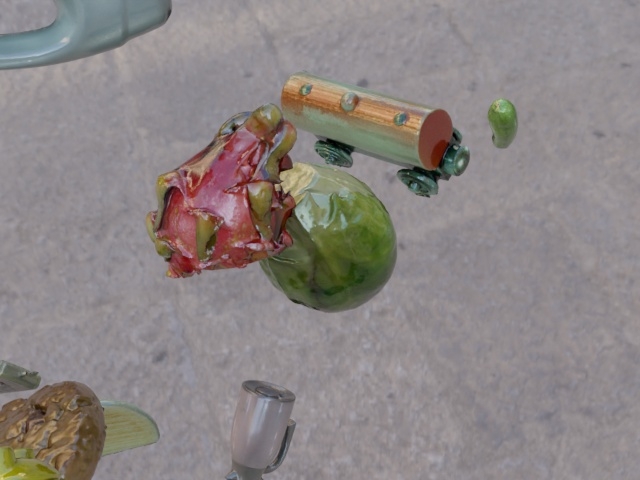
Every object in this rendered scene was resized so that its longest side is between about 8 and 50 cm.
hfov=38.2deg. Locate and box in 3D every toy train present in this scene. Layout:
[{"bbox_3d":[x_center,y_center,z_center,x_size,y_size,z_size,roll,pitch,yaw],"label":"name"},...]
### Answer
[{"bbox_3d":[0.072,-0.161,1.313,0.285,0.177,0.116,23,81,33],"label":"toy train"}]

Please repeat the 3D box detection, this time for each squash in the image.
[{"bbox_3d":[0.168,-0.104,0.845,0.027,0.089,0.027,-4,74,13],"label":"squash"}]

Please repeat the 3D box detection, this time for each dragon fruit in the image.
[{"bbox_3d":[-0.087,-0.043,0.909,0.150,0.207,0.133,24,22,-15],"label":"dragon fruit"}]

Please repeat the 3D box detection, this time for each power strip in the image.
[{"bbox_3d":[-0.516,0.223,1.493,0.169,0.076,0.028,-15,52,45],"label":"power strip"}]

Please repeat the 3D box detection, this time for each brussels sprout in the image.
[{"bbox_3d":[0.004,-0.003,1.041,0.161,0.180,0.144,24,60,35],"label":"brussels sprout"}]

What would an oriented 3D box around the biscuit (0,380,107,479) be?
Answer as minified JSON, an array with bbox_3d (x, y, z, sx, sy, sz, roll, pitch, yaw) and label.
[{"bbox_3d":[-0.353,0.269,1.000,0.296,0.075,0.296,-30,29,19],"label":"biscuit"}]

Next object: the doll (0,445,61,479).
[{"bbox_3d":[-0.166,0.198,0.516,0.062,0.106,0.162,-12,76,-2],"label":"doll"}]

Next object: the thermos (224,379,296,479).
[{"bbox_3d":[-0.108,0.373,1.748,0.137,0.193,0.105,9,8,-44],"label":"thermos"}]

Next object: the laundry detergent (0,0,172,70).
[{"bbox_3d":[-0.335,-0.238,0.708,0.398,0.264,0.125,-18,24,-11],"label":"laundry detergent"}]

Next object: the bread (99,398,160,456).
[{"bbox_3d":[-0.335,0.268,1.334,0.193,0.112,0.036,-13,42,-13],"label":"bread"}]
